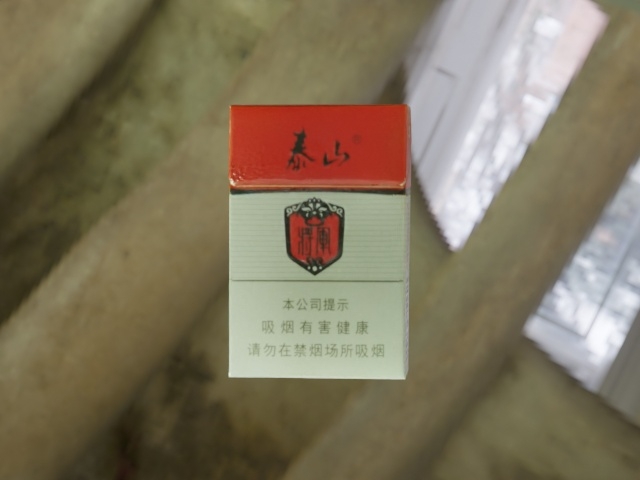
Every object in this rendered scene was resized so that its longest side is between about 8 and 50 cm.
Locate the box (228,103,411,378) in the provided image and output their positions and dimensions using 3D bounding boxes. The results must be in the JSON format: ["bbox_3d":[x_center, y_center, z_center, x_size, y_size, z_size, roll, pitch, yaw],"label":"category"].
[{"bbox_3d":[0.000,0.000,0.930,0.100,0.152,0.048,0,-175,4],"label":"box"}]
